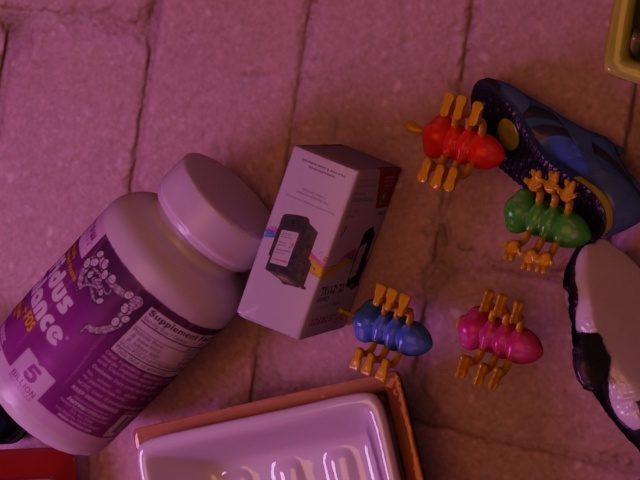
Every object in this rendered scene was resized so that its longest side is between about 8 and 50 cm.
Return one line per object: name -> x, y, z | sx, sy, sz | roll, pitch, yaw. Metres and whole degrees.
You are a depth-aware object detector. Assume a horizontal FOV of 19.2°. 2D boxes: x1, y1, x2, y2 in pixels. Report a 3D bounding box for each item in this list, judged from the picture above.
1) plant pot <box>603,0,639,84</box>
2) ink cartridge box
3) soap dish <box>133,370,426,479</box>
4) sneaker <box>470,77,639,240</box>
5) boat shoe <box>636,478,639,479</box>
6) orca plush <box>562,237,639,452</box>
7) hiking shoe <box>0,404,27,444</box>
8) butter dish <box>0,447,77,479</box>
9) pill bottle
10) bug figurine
plant pot -> 0.391, -0.225, 1.622 | 0.228, 0.207, 0.227 | 15, 98, 20
ink cartridge box -> 0.000, 0.000, 1.829 | 0.072, 0.127, 0.175 | 23, 101, 18
soap dish -> -0.022, 0.265, 1.855 | 0.291, 0.118, 0.229 | -14, 87, 21
sneaker -> 0.227, -0.083, 1.779 | 0.209, 0.082, 0.069 | 47, 145, 29
boat shoe -> 0.356, 0.270, 1.724 | 0.183, 0.083, 0.065 | 17, 98, 20
orca plush -> 0.307, 0.137, 1.756 | 0.287, 0.102, 0.151 | 46, 63, 3
hiking shoe -> -0.449, 0.128, 2.008 | 0.304, 0.132, 0.113 | 21, 100, 19
butter dish -> -0.342, 0.295, 1.989 | 0.160, 0.118, 0.160 | -1, 91, -19
pill bottle -> -0.185, 0.059, 1.882 | 0.301, 0.169, 0.169 | -46, 77, 17
bug figurine -> 0.136, 0.015, 1.766 | 0.216, 0.072, 0.279 | 26, 99, 33
